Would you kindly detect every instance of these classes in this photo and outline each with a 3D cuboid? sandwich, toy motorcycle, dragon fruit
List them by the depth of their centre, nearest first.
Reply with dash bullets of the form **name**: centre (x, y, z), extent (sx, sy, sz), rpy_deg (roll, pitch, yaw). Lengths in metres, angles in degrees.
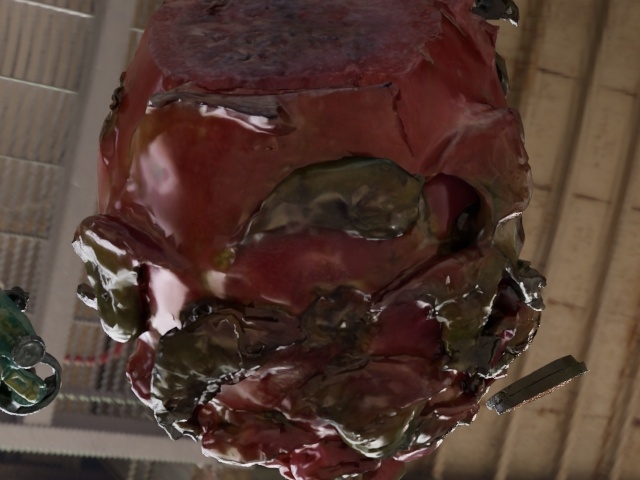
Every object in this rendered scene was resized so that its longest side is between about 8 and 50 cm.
- **dragon fruit**: centre (0.000, 0.000, 0.721), extent (0.250, 0.269, 0.291), rpy_deg (-5, -53, 7)
- **toy motorcycle**: centre (-0.403, 0.116, 1.367), extent (0.198, 0.109, 0.296), rpy_deg (-37, -50, -4)
- **sandwich**: centre (0.265, 0.169, 1.523), extent (0.135, 0.067, 0.029), rpy_deg (-23, -105, -19)
